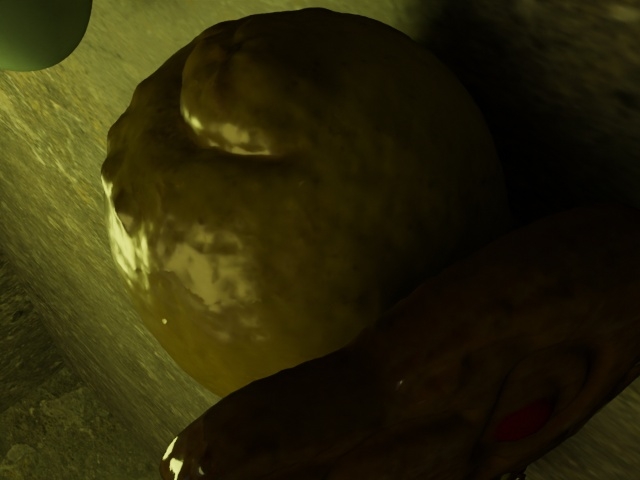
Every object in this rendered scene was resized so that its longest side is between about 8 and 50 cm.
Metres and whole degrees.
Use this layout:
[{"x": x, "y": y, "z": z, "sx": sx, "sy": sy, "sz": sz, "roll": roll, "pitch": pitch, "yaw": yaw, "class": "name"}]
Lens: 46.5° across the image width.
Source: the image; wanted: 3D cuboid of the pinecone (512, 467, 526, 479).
[{"x": 0.070, "y": 0.203, "z": 0.726, "sx": 0.272, "sy": 0.224, "sz": 0.224, "roll": -3, "pitch": 123, "yaw": 36, "class": "pinecone"}]

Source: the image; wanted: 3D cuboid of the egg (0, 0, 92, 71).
[{"x": -0.353, "y": -0.334, "z": 0.706, "sx": 0.230, "sy": 0.230, "sz": 0.371, "roll": 19, "pitch": 143, "yaw": 48, "class": "egg"}]

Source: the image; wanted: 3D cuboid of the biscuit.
[{"x": 0.054, "y": 0.132, "z": 0.447, "sx": 0.394, "sy": 0.350, "sz": 0.070, "roll": -47, "pitch": 59, "yaw": 22, "class": "biscuit"}]

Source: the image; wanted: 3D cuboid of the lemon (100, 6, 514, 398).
[{"x": 0.000, "y": -0.005, "z": 0.525, "sx": 0.316, "sy": 0.285, "sz": 0.285, "roll": 33, "pitch": 167, "yaw": -36, "class": "lemon"}]

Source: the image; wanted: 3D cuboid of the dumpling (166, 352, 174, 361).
[{"x": -0.083, "y": 0.106, "z": 0.943, "sx": 0.227, "sy": 0.243, "sz": 0.175, "roll": 14, "pitch": 98, "yaw": 26, "class": "dumpling"}]
